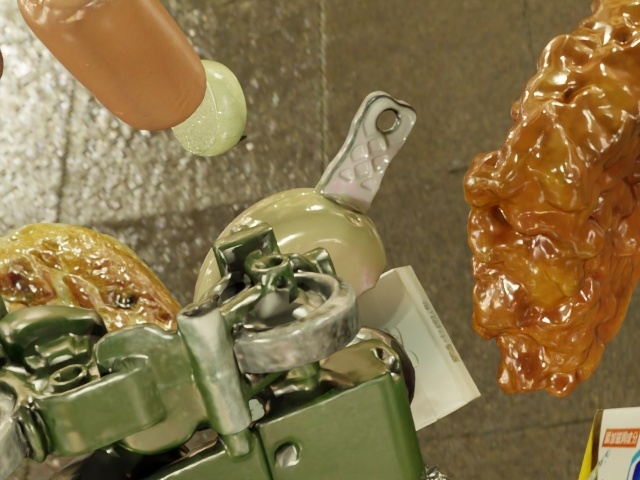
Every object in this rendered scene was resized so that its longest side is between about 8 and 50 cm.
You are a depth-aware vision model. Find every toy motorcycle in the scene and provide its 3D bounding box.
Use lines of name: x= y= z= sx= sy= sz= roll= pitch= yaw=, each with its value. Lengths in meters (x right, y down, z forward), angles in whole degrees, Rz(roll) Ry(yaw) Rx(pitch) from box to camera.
toy motorcycle: x=-0.071 y=0.106 z=0.658 sx=0.275 sy=0.205 sz=0.127 roll=-19 pitch=24 yaw=-12

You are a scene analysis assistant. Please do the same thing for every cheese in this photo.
cheese: x=0.000 y=0.000 z=1.165 sx=0.286 sy=0.163 sz=0.082 roll=-57 pitch=32 yaw=11

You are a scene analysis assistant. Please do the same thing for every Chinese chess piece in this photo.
Chinese chess piece: x=-0.099 y=-0.115 z=1.138 sx=0.034 sy=0.084 sz=0.084 roll=-16 pitch=45 yaw=-39

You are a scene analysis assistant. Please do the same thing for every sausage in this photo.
sausage: x=-0.059 y=-0.058 z=0.386 sx=0.034 sy=0.083 sz=0.034 roll=-4 pitch=71 yaw=13

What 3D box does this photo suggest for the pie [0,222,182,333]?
pie: x=-0.271 y=0.105 z=1.480 sx=0.315 sy=0.092 sz=0.315 roll=21 pitch=42 yaw=-20

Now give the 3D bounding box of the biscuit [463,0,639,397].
biscuit: x=0.236 y=-0.054 z=1.106 sx=0.111 sy=0.312 sz=0.318 roll=23 pitch=54 yaw=28

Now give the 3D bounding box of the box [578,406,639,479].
box: x=0.232 y=0.186 z=0.765 sx=0.097 sy=0.265 sz=0.168 roll=18 pitch=80 yaw=-7

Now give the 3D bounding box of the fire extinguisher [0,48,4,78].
fire extinguisher: x=-0.196 y=-0.094 z=0.620 sx=0.100 sy=0.032 sz=0.046 roll=3 pitch=91 yaw=19

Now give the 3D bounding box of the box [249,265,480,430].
box: x=0.019 y=0.148 z=1.326 sx=0.243 sy=0.067 sz=0.155 roll=-29 pitch=83 yaw=16

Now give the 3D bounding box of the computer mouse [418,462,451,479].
computer mouse: x=0.068 y=0.289 z=1.260 sx=0.099 sy=0.057 sz=0.172 roll=36 pitch=85 yaw=30
